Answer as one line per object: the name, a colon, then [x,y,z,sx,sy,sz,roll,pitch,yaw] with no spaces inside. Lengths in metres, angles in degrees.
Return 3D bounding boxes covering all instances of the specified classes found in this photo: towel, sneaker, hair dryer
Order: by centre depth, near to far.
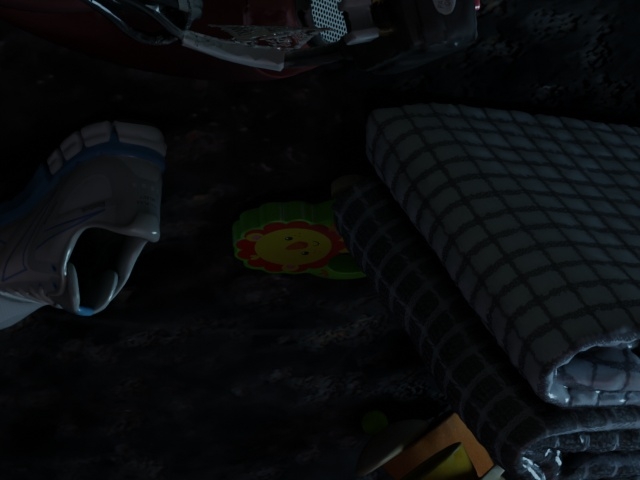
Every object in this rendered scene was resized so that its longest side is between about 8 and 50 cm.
hair dryer: [-0.083,-0.116,0.713,0.223,0.080,0.293,11,178,-19]
towel: [0.175,0.032,0.987,0.283,0.235,0.121,3,121,-27]
sneaker: [-0.149,0.013,1.010,0.071,0.083,0.190,11,143,-35]

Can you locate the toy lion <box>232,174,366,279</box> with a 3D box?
toy lion: [0.000,0.000,1.090,0.096,0.034,0.100,-19,149,26]

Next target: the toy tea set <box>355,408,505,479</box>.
toy tea set: [0.115,0.099,1.210,0.336,0.124,0.200,-38,177,42]
